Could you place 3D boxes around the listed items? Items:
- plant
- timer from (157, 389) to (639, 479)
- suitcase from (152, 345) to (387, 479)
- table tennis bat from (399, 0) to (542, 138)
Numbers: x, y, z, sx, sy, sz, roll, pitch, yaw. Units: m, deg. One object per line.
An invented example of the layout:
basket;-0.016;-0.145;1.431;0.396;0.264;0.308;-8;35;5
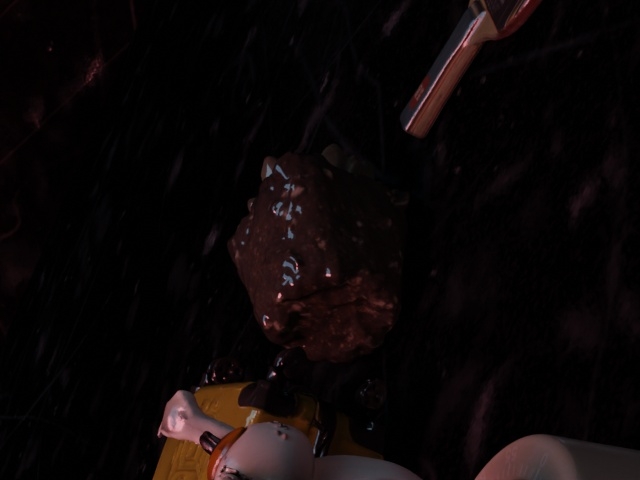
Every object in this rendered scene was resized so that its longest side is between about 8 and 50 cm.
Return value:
plant;0.000;0.000;1.485;0.129;0.132;0.194;-53;28;31
timer;0.047;0.157;0.962;0.175;0.266;0.175;-53;24;36
suitcase;-0.042;0.209;1.347;0.194;0.143;0.235;-15;54;66
table tennis bat;0.152;-0.213;1.481;0.301;0.022;0.173;-57;21;24
